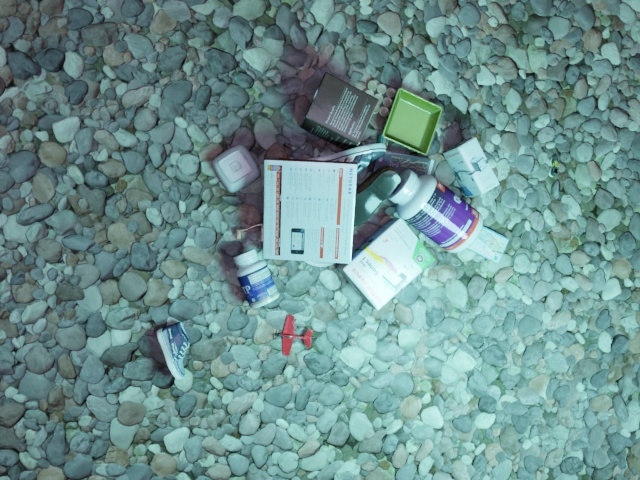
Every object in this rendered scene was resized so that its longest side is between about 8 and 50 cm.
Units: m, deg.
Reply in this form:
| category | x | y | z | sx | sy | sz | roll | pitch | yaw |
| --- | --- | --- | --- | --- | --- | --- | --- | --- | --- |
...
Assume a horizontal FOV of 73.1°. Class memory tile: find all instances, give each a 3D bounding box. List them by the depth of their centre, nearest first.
| category | x | y | z | sx | sy | sz | roll | pitch | yaw |
| --- | --- | --- | --- | --- | --- | --- | --- | --- | --- |
| memory tile | 0.228 | -0.513 | 1.583 | 0.148 | 0.012 | 0.113 | 18 | 89 | -9 |

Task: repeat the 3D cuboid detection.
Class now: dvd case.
| category | x | y | z | sx | sy | sz | roll | pitch | yaw |
| --- | --- | --- | --- | --- | --- | --- | --- | --- | --- |
| dvd case | 0.297 | -0.232 | 1.575 | 0.221 | 0.018 | 0.164 | 9 | 107 | -9 |

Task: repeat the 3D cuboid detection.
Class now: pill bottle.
| category | x | y | z | sx | sy | sz | roll | pitch | yaw |
| --- | --- | --- | --- | --- | --- | --- | --- | --- | --- |
| pill bottle | -0.226 | 0.128 | 1.487 | 0.112 | 0.112 | 0.186 | -23 | 94 | -7 |
| pill bottle | 0.398 | -0.108 | 1.520 | 0.323 | 0.181 | 0.181 | 34 | 87 | -14 |

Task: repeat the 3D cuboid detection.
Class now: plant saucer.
| category | x | y | z | sx | sy | sz | roll | pitch | yaw |
| --- | --- | --- | --- | --- | --- | --- | --- | --- | --- |
| plant saucer | 0.328 | -0.429 | 1.575 | 0.188 | 0.045 | 0.188 | 20 | 89 | -15 |

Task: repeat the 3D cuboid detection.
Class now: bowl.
| category | x | y | z | sx | sy | sz | roll | pitch | yaw |
| --- | --- | --- | --- | --- | --- | --- | --- | --- | --- |
| bowl | -0.293 | -0.252 | 1.496 | 0.142 | 0.053 | 0.142 | -32 | 95 | -5 |

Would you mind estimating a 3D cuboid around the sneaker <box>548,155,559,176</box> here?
| category | x | y | z | sx | sy | sz | roll | pitch | yaw |
| --- | --- | --- | --- | --- | --- | --- | --- | --- | --- |
| sneaker | 0.913 | -0.289 | 1.675 | 0.031 | 0.035 | 0.083 | 7 | 91 | -9 |

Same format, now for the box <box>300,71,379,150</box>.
| category | x | y | z | sx | sy | sz | roll | pitch | yaw |
| --- | --- | --- | --- | --- | --- | --- | --- | --- | --- |
| box | 0.062 | -0.433 | 1.483 | 0.203 | 0.167 | 0.168 | 25 | 89 | -8 |

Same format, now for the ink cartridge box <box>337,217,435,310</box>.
| category | x | y | z | sx | sy | sz | roll | pitch | yaw |
| --- | --- | --- | --- | --- | --- | --- | --- | --- | --- |
| ink cartridge box | 0.231 | 0.083 | 1.547 | 0.278 | 0.117 | 0.201 | -41 | 97 | -5 |

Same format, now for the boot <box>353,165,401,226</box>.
| category | x | y | z | sx | sy | sz | roll | pitch | yaw |
| --- | --- | --- | --- | --- | --- | --- | --- | --- | --- |
| boot | 0.151 | -0.151 | 1.533 | 0.305 | 0.115 | 0.112 | -38 | 111 | 19 |

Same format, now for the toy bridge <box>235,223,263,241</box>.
| category | x | y | z | sx | sy | sz | roll | pitch | yaw |
| --- | --- | --- | --- | --- | --- | --- | --- | --- | --- |
| toy bridge | -0.205 | -0.027 | 1.528 | 0.188 | 0.026 | 0.063 | 6 | 89 | -8 |

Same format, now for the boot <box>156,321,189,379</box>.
| category | x | y | z | sx | sy | sz | roll | pitch | yaw |
| --- | --- | --- | --- | --- | --- | --- | --- | --- | --- |
| boot | -0.485 | 0.377 | 1.477 | 0.086 | 0.069 | 0.190 | -22 | 93 | -4 |

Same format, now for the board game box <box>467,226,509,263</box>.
| category | x | y | z | sx | sy | sz | roll | pitch | yaw |
| --- | --- | --- | --- | --- | --- | --- | --- | --- | --- |
| board game box | 0.630 | 0.009 | 1.648 | 0.154 | 0.026 | 0.103 | 26 | 88 | -8 |

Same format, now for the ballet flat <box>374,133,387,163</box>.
| category | x | y | z | sx | sy | sz | roll | pitch | yaw |
| --- | --- | --- | --- | --- | --- | --- | --- | --- | --- |
| ballet flat | 0.225 | -0.330 | 1.576 | 0.041 | 0.041 | 0.114 | 10 | 91 | -8 |

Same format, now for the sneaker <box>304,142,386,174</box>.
| category | x | y | z | sx | sy | sz | roll | pitch | yaw |
| --- | --- | --- | --- | --- | --- | --- | --- | --- | --- |
| sneaker | 0.080 | -0.247 | 1.510 | 0.321 | 0.126 | 0.127 | -13 | 92 | 8 |

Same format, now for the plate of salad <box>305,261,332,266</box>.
| category | x | y | z | sx | sy | sz | roll | pitch | yaw |
| --- | --- | --- | --- | --- | --- | --- | --- | --- | --- |
| plate of salad | 0.000 | 0.000 | 1.531 | 0.200 | 0.048 | 0.199 | 0 | 101 | 1 |

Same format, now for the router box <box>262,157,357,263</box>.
| category | x | y | z | sx | sy | sz | roll | pitch | yaw |
| --- | --- | --- | --- | --- | --- | --- | --- | --- | --- |
| router box | -0.037 | -0.098 | 1.440 | 0.301 | 0.082 | 0.335 | 4 | 104 | 2 |

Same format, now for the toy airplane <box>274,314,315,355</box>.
| category | x | y | z | sx | sy | sz | roll | pitch | yaw |
| --- | --- | --- | --- | --- | --- | --- | --- | --- | --- |
| toy airplane | -0.091 | 0.348 | 1.554 | 0.151 | 0.028 | 0.151 | 0 | 93 | -8 |

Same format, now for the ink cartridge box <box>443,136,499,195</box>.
| category | x | y | z | sx | sy | sz | roll | pitch | yaw |
| --- | --- | --- | --- | --- | --- | --- | --- | --- | --- |
| ink cartridge box | 0.546 | -0.264 | 1.571 | 0.082 | 0.139 | 0.190 | -31 | 95 | -4 |
